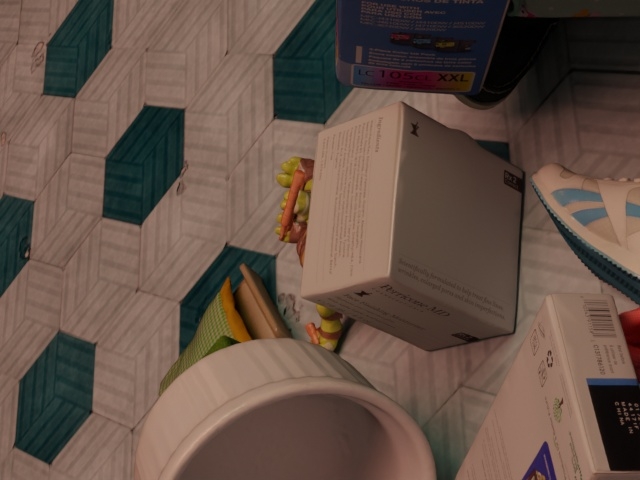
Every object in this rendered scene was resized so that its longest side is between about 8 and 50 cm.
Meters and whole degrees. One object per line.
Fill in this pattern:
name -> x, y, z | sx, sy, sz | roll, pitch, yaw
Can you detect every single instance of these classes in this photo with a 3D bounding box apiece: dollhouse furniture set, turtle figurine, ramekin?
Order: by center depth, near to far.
ramekin -> -0.043, 0.226, 1.428 | 0.277, 0.277, 0.135 | -57, 31, 10
turtle figurine -> 0.000, 0.000, 1.593 | 0.087, 0.269, 0.217 | -13, 34, -2
dollhouse furniture set -> -0.124, 0.161, 1.649 | 0.197, 0.151, 0.301 | -52, 39, 17

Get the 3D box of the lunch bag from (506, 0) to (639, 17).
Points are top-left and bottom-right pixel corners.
lunch bag -> 0.276, -0.343, 1.385 | 0.224, 0.160, 0.262 | -1, 67, 8

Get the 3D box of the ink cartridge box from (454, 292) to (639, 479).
ink cartridge box -> 0.182, 0.205, 1.260 | 0.332, 0.065, 0.165 | 109, 158, -50

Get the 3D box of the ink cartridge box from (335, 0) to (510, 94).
ink cartridge box -> 0.090, -0.314, 1.295 | 0.395, 0.151, 0.269 | 98, 174, -77

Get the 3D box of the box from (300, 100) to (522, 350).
box -> 0.091, -0.009, 1.463 | 0.119, 0.181, 0.181 | -17, 58, 44

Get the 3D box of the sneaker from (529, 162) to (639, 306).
sneaker -> 0.270, -0.015, 1.348 | 0.092, 0.087, 0.229 | -41, 37, -3

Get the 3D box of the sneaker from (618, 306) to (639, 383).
sneaker -> 0.353, 0.082, 1.140 | 0.314, 0.136, 0.115 | -14, 61, 45

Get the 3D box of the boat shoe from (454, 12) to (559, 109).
boat shoe -> 0.219, -0.293, 1.517 | 0.113, 0.127, 0.340 | -7, 55, 61
